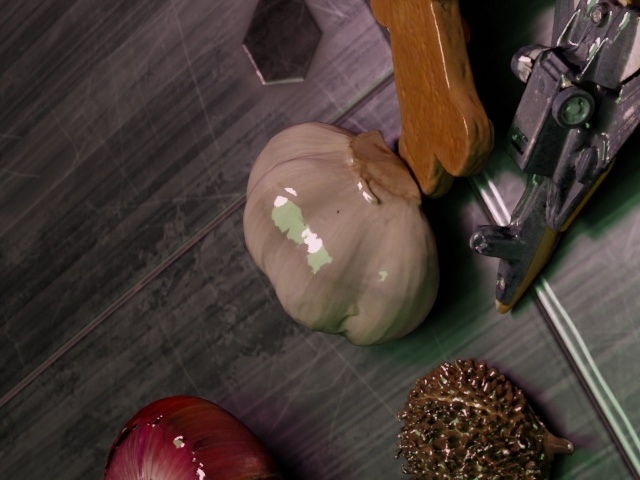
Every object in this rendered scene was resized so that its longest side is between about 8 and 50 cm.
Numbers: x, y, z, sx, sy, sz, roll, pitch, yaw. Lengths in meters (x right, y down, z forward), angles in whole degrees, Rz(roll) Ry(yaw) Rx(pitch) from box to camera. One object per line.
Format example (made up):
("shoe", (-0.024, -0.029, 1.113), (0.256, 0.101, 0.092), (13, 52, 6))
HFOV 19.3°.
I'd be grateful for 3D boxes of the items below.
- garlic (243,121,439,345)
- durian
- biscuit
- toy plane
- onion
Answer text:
("garlic", (0.000, 0.000, 1.696), (0.229, 0.143, 0.178), (46, 126, 30))
("durian", (0.133, 0.179, 1.646), (0.188, 0.091, 0.148), (0, 91, 34))
("biscuit", (0.095, -0.213, 1.631), (0.216, 0.047, 0.339), (154, 107, -73))
("toy plane", (0.194, -0.074, 1.588), (0.316, 0.103, 0.204), (-63, 31, 23))
("onion", (-0.114, 0.269, 1.788), (0.248, 0.161, 0.248), (-9, 76, 40))
